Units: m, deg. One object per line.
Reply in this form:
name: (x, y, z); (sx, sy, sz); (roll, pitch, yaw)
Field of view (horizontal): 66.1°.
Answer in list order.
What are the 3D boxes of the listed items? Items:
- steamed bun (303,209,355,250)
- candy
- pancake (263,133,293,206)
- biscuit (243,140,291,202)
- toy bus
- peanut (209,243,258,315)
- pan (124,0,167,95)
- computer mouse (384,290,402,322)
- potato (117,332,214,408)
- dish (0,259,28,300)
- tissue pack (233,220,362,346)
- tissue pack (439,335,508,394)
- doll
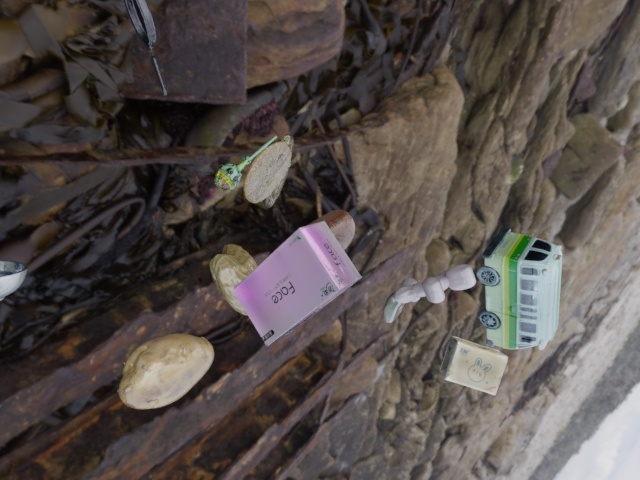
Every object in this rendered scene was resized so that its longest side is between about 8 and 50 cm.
steamed bun: (0.000, 0.000, 1.286); (0.144, 0.106, 0.175); (-36, -171, -40)
candy: (-0.253, -0.285, 1.725); (0.305, 0.083, 0.091); (-47, 168, -26)
pancake: (-0.162, -0.265, 1.887); (0.286, 0.033, 0.288); (-55, 161, -69)
biscuit: (-0.161, -0.209, 1.509); (0.220, 0.033, 0.220); (-47, 161, -21)
toy bus: (0.466, 0.126, 1.142); (0.133, 0.164, 0.276); (-40, 129, -38)
peanut: (-0.229, 0.106, 1.396); (0.110, 0.197, 0.233); (-30, -165, 16)
pan: (-0.348, -0.408, 0.996); (0.028, 0.136, 0.235); (-22, 97, -20)
computer mouse: (0.255, 0.223, 1.701); (0.089, 0.056, 0.182); (-38, 156, -27)
potato: (-0.343, 0.280, 1.096); (0.234, 0.128, 0.161); (-37, 143, -39)
dish: (-0.889, 0.114, 1.277); (0.236, 0.227, 0.086); (-114, -152, -79)
tissue pack: (-0.056, 0.089, 1.013); (0.246, 0.149, 0.092); (-42, 166, 34)
tissue pack: (0.532, 0.435, 1.719); (0.092, 0.196, 0.148); (-151, -102, -86)
doll: (0.243, 0.104, 1.104); (0.161, 0.059, 0.160); (-21, 180, -25)
